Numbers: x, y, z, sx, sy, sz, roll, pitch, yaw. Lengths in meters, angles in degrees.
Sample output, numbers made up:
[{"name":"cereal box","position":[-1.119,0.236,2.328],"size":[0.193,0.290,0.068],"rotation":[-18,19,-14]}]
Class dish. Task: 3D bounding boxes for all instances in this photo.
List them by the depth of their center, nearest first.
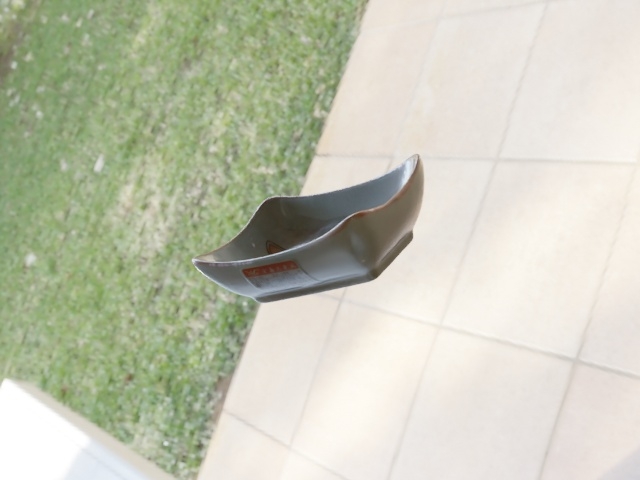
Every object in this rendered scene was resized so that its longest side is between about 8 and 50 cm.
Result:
[{"name":"dish","position":[0.000,0.000,0.899],"size":[0.212,0.077,0.151],"rotation":[-14,19,38]}]
